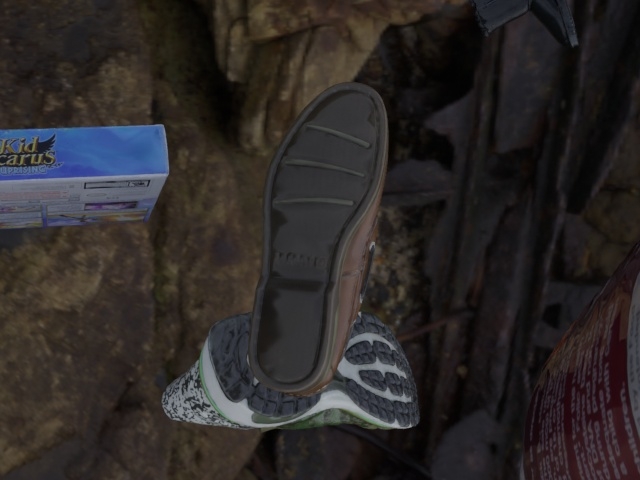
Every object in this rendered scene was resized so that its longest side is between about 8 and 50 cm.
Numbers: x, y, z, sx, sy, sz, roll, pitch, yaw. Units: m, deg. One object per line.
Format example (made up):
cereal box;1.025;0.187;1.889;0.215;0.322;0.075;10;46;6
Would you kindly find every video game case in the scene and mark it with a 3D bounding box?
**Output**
video game case;-0.315;-0.064;1.085;0.269;0.244;0.061;-3;80;-16

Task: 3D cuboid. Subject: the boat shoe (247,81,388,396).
boat shoe;0.000;0.000;0.971;0.104;0.111;0.307;36;69;-71

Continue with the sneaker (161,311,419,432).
sneaker;-0.033;0.182;1.261;0.410;0.182;0.158;16;57;-46

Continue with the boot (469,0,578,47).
boot;0.225;-0.258;1.104;0.121;0.099;0.045;69;18;-2

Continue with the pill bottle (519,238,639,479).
pill bottle;0.215;0.090;0.437;0.224;0.392;0.224;0;69;0
